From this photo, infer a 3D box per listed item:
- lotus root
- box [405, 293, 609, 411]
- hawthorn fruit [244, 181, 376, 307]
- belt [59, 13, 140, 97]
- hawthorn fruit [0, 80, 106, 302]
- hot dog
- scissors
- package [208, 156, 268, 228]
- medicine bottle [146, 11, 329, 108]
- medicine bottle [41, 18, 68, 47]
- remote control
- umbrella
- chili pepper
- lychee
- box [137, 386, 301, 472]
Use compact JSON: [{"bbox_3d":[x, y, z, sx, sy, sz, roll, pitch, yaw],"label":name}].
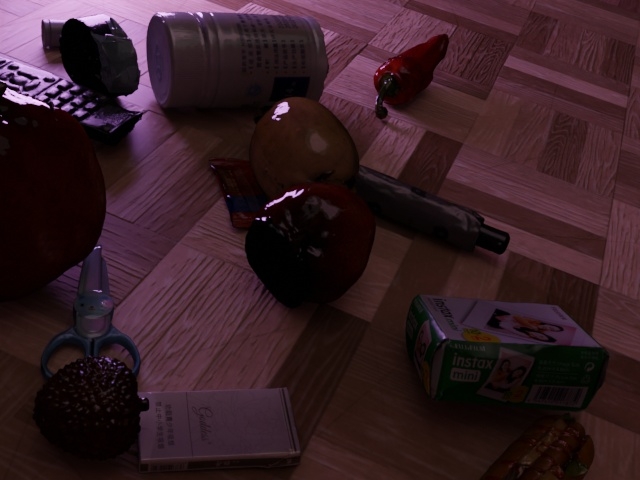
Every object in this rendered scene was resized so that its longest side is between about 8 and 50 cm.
[{"bbox_3d":[-0.043,-0.164,1.472,0.182,0.183,0.310,-4,36,-24],"label":"lotus root"},{"bbox_3d":[0.252,0.156,1.172,0.249,0.103,0.180,6,17,-11],"label":"box"},{"bbox_3d":[0.000,0.000,1.290,0.189,0.190,0.251,28,19,18],"label":"hawthorn fruit"},{"bbox_3d":[-0.425,-0.356,1.614,0.078,0.151,0.198,-21,51,-40],"label":"belt"},{"bbox_3d":[-0.432,-0.060,1.117,0.294,0.295,0.311,10,-7,-7],"label":"hawthorn fruit"},{"bbox_3d":[0.272,0.299,1.054,0.104,0.076,0.250,37,40,26],"label":"hot dog"},{"bbox_3d":[-0.314,0.099,1.151,0.125,0.030,0.256,2,41,-15],"label":"scissors"},{"bbox_3d":[-0.137,-0.085,1.464,0.083,0.022,0.200,-3,40,-21],"label":"package"},{"bbox_3d":[-0.170,-0.360,1.677,0.332,0.190,0.190,-4,40,-24],"label":"medicine bottle"},{"bbox_3d":[-0.539,-0.436,1.758,0.091,0.058,0.058,-4,40,-24],"label":"medicine bottle"},{"bbox_3d":[-0.526,-0.265,1.535,0.398,0.062,0.145,21,36,11],"label":"remote control"},{"bbox_3d":[0.176,-0.056,1.493,0.337,0.073,0.067,24,31,12],"label":"umbrella"},{"bbox_3d":[0.210,-0.392,1.920,0.110,0.110,0.387,27,41,17],"label":"chili pepper"},{"bbox_3d":[-0.267,0.196,0.972,0.129,0.123,0.123,-21,41,1],"label":"lychee"},{"bbox_3d":[-0.128,0.234,1.038,0.198,0.029,0.109,1,38,-16],"label":"box"}]
